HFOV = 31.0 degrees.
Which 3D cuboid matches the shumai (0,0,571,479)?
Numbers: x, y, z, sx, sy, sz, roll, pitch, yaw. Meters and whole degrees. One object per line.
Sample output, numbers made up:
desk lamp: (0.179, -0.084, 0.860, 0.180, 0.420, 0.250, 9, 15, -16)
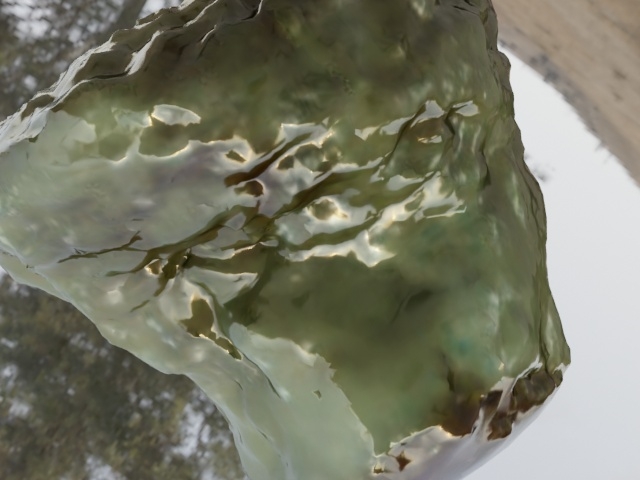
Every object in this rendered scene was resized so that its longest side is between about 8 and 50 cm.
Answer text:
shumai: (0.000, 0.000, 0.713, 0.323, 0.324, 0.397, 61, -155, -5)
